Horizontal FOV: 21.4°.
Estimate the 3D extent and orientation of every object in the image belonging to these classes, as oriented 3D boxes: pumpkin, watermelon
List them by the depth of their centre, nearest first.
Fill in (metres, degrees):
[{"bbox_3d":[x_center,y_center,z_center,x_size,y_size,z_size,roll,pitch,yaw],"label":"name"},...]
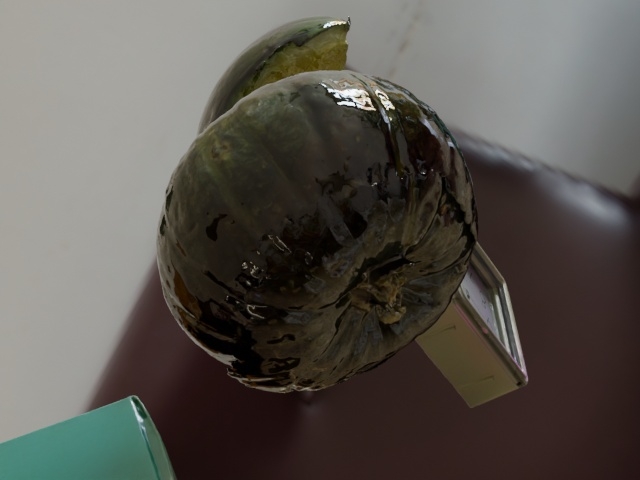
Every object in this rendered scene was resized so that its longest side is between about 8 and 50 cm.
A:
[{"bbox_3d":[0.001,0.001,1.164,0.238,0.238,0.159,-54,45,12],"label":"pumpkin"},{"bbox_3d":[-0.060,-0.095,1.689,0.123,0.129,0.301,-93,20,-67],"label":"watermelon"}]

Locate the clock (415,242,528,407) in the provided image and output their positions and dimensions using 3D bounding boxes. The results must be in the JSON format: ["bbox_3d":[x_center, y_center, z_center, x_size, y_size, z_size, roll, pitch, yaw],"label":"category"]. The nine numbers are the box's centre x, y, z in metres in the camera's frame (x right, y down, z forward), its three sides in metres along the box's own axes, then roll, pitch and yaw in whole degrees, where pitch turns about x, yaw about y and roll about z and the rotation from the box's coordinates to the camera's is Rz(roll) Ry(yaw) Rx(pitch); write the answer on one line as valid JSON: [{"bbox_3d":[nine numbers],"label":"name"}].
[{"bbox_3d":[0.139,0.063,1.745,0.071,0.192,0.147,-23,46,17],"label":"clock"}]

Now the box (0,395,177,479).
[{"bbox_3d":[-0.233,0.256,1.181,0.311,0.205,0.118,-20,40,-6],"label":"box"}]
